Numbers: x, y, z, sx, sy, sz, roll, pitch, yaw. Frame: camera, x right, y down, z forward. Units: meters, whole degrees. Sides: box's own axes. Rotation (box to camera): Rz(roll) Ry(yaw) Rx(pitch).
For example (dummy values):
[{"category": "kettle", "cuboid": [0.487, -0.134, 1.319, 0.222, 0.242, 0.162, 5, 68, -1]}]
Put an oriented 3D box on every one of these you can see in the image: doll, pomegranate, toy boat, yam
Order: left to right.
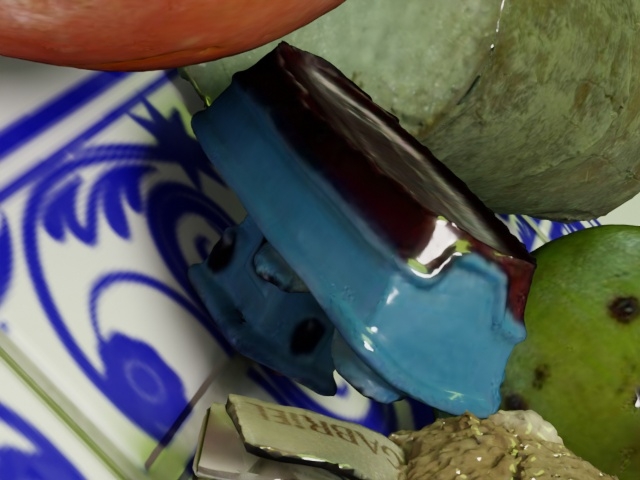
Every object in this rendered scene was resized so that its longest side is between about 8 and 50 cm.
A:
[{"category": "toy boat", "cuboid": [0.000, 0.000, 0.594, 0.100, 0.097, 0.223, 29, 12, -30]}, {"category": "yam", "cuboid": [0.075, -0.097, 0.793, 0.304, 0.168, 0.168, 7, 46, -57]}, {"category": "doll", "cuboid": [0.060, 0.108, 0.498, 0.221, 0.105, 0.115, 42, 45, -32]}, {"category": "pomegranate", "cuboid": [0.095, 0.059, 0.639, 0.169, 0.148, 0.148, 17, -2, 41]}]

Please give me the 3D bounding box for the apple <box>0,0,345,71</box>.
[{"category": "apple", "cuboid": [-0.070, -0.253, 0.514, 0.364, 0.364, 0.364, 39, 24, -21]}]
